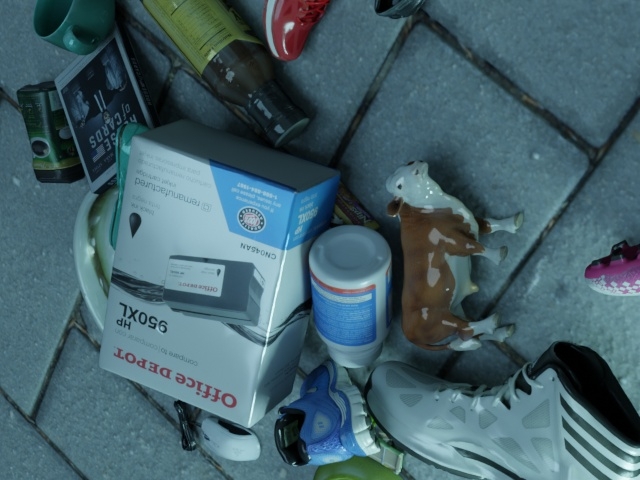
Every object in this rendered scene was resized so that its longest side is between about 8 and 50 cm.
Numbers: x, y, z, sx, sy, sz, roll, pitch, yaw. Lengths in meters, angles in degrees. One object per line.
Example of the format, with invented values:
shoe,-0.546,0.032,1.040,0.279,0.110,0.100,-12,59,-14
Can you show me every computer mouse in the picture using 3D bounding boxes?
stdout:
computer mouse,-0.196,0.364,2.169,0.193,0.042,0.106,12,115,34

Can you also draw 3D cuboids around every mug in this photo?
mug,-0.406,-0.367,1.950,0.129,0.097,0.158,-9,68,44

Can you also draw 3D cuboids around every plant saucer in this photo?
plant saucer,0.074,0.481,2.016,0.241,0.037,0.241,15,117,32
plant saucer,-0.261,0.056,2.045,0.400,0.100,0.401,16,118,32

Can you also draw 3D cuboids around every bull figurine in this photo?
bull figurine,0.185,0.025,1.688,0.188,0.101,0.311,12,121,26

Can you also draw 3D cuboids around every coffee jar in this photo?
coffee jar,-0.488,-0.194,2.126,0.096,0.079,0.185,4,110,34

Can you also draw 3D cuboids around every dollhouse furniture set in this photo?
dollhouse furniture set,0.115,0.311,1.920,0.076,0.058,0.152,25,142,18

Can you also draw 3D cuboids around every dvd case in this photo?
dvd case,-0.360,-0.224,1.979,0.179,0.029,0.239,-36,65,31

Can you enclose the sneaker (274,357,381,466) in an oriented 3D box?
sneaker,-0.009,0.273,1.838,0.330,0.147,0.130,-158,51,-83

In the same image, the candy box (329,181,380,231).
candy box,0.000,0.000,1.854,0.109,0.053,0.187,50,132,10

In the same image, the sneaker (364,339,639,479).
sneaker,0.271,0.221,1.669,0.447,0.169,0.258,27,119,31

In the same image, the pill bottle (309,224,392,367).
pill bottle,0.048,0.093,1.783,0.124,0.124,0.222,26,142,26

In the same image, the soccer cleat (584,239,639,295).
soccer cleat,0.489,0.050,1.456,0.331,0.116,0.143,-16,99,40

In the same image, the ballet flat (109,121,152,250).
ballet flat,-0.293,-0.074,1.899,0.087,0.083,0.247,16,124,8

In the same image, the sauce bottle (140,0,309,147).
sauce bottle,-0.150,-0.293,1.805,0.344,0.111,0.111,51,131,7

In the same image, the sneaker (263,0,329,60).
sneaker,-0.004,-0.351,1.684,0.128,0.087,0.221,25,124,29

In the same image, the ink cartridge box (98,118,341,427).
ink cartridge box,-0.162,0.048,1.803,0.285,0.166,0.395,19,112,19

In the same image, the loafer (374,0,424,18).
loafer,0.139,-0.389,1.560,0.076,0.078,0.223,42,129,15
